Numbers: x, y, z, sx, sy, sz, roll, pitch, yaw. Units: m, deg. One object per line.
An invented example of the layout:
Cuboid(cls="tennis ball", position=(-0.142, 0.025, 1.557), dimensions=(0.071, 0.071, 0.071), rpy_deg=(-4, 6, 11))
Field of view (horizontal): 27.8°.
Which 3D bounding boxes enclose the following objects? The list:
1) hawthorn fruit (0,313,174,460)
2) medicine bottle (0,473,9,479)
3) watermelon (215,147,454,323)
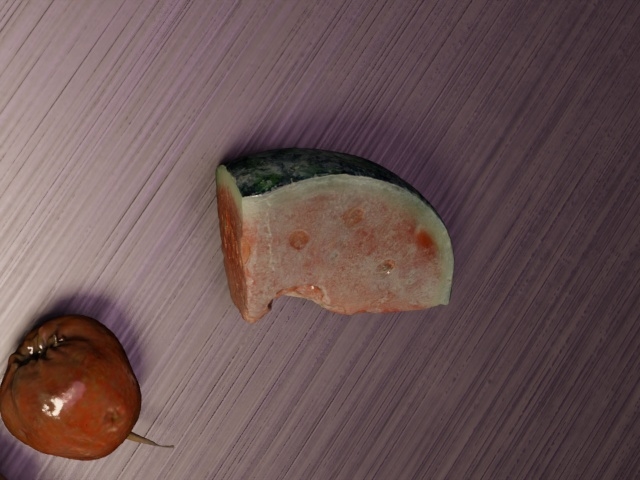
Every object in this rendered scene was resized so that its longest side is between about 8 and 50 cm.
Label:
Cuboid(cls="hawthorn fruit", position=(-0.251, 0.172, 1.329), dimensions=(0.149, 0.149, 0.189), rpy_deg=(-27, 104, -17))
Cuboid(cls="medicine bottle", position=(-0.395, 0.299, 1.245), dimensions=(0.388, 0.219, 0.219), rpy_deg=(45, 79, -20))
Cuboid(cls="watermelon", position=(0.000, 0.000, 1.441), dimensions=(0.318, 0.148, 0.226), rpy_deg=(28, 103, -36))
